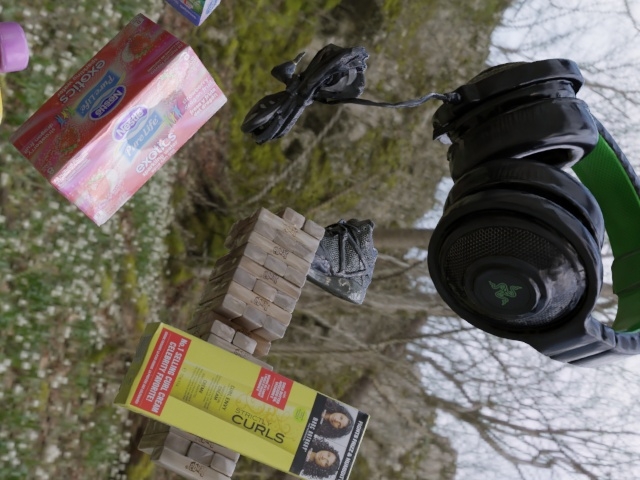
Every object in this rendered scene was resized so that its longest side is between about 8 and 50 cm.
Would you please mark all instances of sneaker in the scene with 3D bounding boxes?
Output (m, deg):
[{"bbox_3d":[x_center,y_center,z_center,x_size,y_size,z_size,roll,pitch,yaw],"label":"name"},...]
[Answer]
[{"bbox_3d":[0.000,0.000,1.384,0.087,0.227,0.130,10,-107,60],"label":"sneaker"}]

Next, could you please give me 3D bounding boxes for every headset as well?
[{"bbox_3d":[0.135,-0.037,0.720,0.185,0.394,0.243,-28,-136,40],"label":"headset"}]

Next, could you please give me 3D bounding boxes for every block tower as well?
[{"bbox_3d":[-0.105,0.119,1.041,0.097,0.091,0.335,-26,-142,57],"label":"block tower"}]

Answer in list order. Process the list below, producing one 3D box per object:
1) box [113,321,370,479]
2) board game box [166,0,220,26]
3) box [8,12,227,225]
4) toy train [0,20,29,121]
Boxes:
[{"bbox_3d":[-0.072,0.161,0.845,0.058,0.232,0.087,-19,-134,65],"label":"box"},{"bbox_3d":[-0.277,-0.494,1.334,0.066,0.318,0.318,-53,-173,-11],"label":"board game box"},{"bbox_3d":[-0.321,-0.194,1.412,0.300,0.142,0.154,-46,-126,-8],"label":"box"},{"bbox_3d":[-0.179,-0.054,0.312,0.046,0.125,0.166,32,-78,44],"label":"toy train"}]
